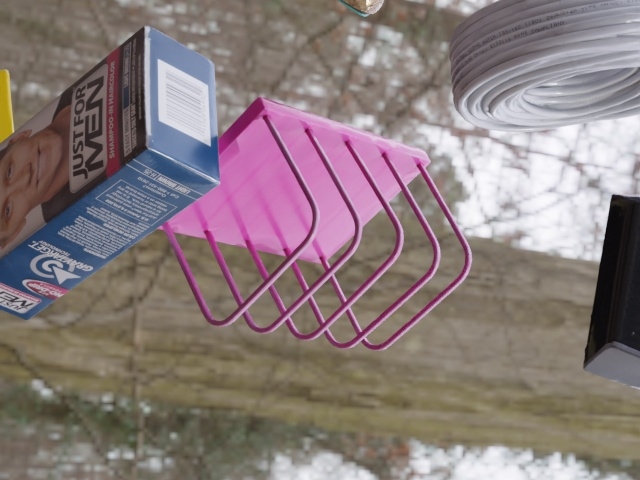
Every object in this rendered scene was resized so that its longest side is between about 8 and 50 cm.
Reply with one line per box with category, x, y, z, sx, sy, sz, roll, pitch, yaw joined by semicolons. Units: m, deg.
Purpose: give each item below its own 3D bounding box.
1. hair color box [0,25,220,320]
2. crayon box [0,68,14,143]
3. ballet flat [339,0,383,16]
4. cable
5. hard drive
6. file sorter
hair color box;-0.265;-0.068;1.655;0.347;0.105;0.174;-33;-133;34
crayon box;-0.586;-0.058;1.987;0.106;0.362;0.313;-179;-96;-78
ballet flat;-0.004;-0.360;1.870;0.067;0.206;0.073;-54;-162;31
cable;0.249;-0.179;1.424;0.257;0.257;0.089;-12;-103;18
hard drive;0.354;0.055;1.213;0.054;0.254;0.172;102;0;-76
file sorter;0.000;0.000;1.668;0.202;0.290;0.182;-44;-125;26
